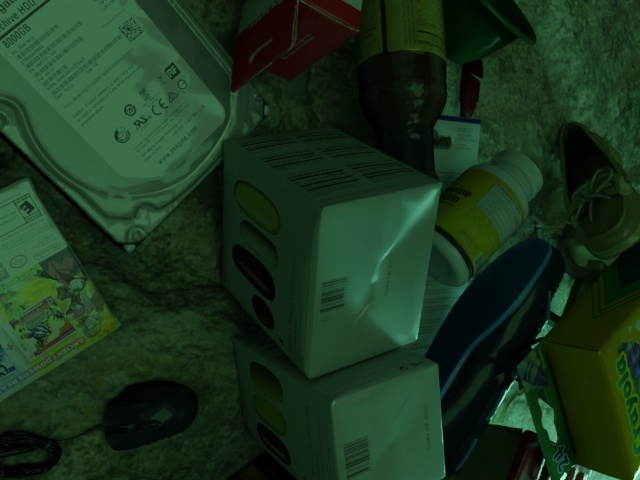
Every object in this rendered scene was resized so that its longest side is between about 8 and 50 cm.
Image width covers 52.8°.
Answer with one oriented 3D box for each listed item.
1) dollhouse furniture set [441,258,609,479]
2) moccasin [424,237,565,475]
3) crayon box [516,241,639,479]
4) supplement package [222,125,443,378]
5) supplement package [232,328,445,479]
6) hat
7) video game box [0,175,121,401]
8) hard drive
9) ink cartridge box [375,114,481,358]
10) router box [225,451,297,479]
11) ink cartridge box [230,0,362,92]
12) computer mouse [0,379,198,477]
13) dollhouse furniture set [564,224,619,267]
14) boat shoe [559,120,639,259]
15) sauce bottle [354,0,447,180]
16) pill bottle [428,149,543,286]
[{"bbox_3d":[0.307,0.219,0.958,0.152,0.201,0.374,36,73,-28],"label":"dollhouse furniture set"},{"bbox_3d":[0.222,0.157,0.871,0.117,0.138,0.342,36,92,-15],"label":"moccasin"},{"bbox_3d":[0.402,0.161,0.849,0.323,0.083,0.203,-34,113,-32],"label":"crayon box"},{"bbox_3d":[0.000,0.000,0.709,0.149,0.203,0.194,-13,121,-31],"label":"supplement package"},{"bbox_3d":[0.011,0.188,0.749,0.134,0.244,0.139,-12,103,-29],"label":"supplement package"},{"bbox_3d":[0.179,-0.273,0.905,0.173,0.183,0.208,13,47,-41],"label":"hat"},{"bbox_3d":[-0.339,0.064,0.646,0.205,0.048,0.187,-33,110,-22],"label":"video game box"},{"bbox_3d":[-0.237,-0.184,0.660,0.237,0.064,0.339,-48,116,-16],"label":"hard drive"},{"bbox_3d":[0.125,0.012,0.893,0.176,0.069,0.370,0,100,-29],"label":"ink cartridge box"},{"bbox_3d":[-0.020,0.344,0.718,0.243,0.309,0.081,-30,108,-23],"label":"router box"},{"bbox_3d":[-0.021,-0.269,0.693,0.078,0.134,0.231,17,71,-31],"label":"ink cartridge box"},{"bbox_3d":[-0.251,0.215,0.722,0.242,0.041,0.071,-13,104,-27],"label":"computer mouse"},{"bbox_3d":[0.629,-0.065,1.123,0.394,0.256,0.362,-51,120,-38],"label":"dollhouse furniture set"},{"bbox_3d":[0.403,-0.080,0.959,0.089,0.285,0.104,42,121,-18],"label":"boat shoe"},{"bbox_3d":[0.094,-0.214,0.768,0.111,0.111,0.344,5,79,-30],"label":"sauce bottle"},{"bbox_3d":[0.202,-0.034,0.837,0.184,0.103,0.103,-43,115,-18],"label":"pill bottle"}]
